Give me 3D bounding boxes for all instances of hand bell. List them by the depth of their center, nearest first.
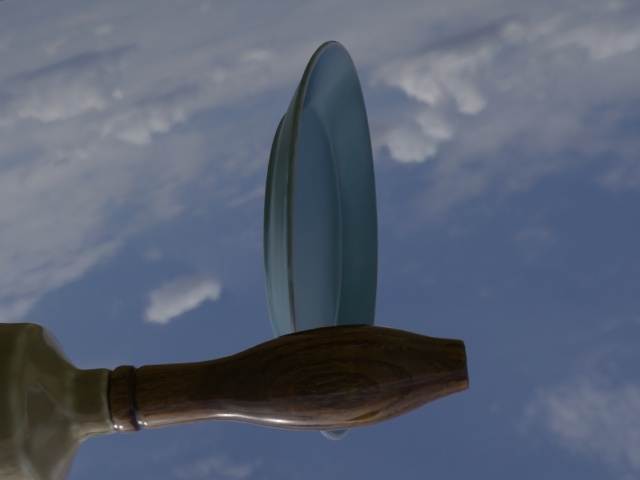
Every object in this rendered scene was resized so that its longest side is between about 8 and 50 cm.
[{"bbox_3d":[-0.065,0.061,0.475,0.242,0.126,0.126,-6,-160,6],"label":"hand bell"}]

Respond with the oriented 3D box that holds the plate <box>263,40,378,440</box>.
[{"bbox_3d":[0.000,0.000,0.593,0.024,0.188,0.188,-1,-157,14],"label":"plate"}]
